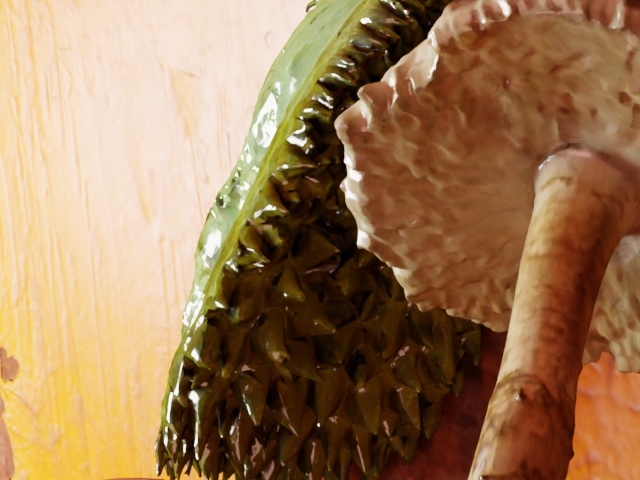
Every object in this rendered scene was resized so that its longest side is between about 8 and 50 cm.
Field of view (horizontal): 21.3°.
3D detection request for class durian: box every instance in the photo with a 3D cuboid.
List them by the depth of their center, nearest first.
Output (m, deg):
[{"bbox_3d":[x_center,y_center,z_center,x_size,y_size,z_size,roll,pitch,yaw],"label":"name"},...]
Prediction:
[{"bbox_3d":[0.011,0.003,1.003,0.198,0.163,0.394,-101,29,-66],"label":"durian"}]

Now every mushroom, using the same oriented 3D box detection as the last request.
[{"bbox_3d":[0.130,0.039,0.766,0.233,0.208,0.302,110,153,-53],"label":"mushroom"}]

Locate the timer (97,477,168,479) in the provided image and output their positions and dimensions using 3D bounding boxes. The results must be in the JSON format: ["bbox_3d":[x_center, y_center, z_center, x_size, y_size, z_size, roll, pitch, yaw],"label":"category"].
[{"bbox_3d":[-0.113,0.265,1.052,0.215,0.229,0.230,27,115,48],"label":"timer"}]
